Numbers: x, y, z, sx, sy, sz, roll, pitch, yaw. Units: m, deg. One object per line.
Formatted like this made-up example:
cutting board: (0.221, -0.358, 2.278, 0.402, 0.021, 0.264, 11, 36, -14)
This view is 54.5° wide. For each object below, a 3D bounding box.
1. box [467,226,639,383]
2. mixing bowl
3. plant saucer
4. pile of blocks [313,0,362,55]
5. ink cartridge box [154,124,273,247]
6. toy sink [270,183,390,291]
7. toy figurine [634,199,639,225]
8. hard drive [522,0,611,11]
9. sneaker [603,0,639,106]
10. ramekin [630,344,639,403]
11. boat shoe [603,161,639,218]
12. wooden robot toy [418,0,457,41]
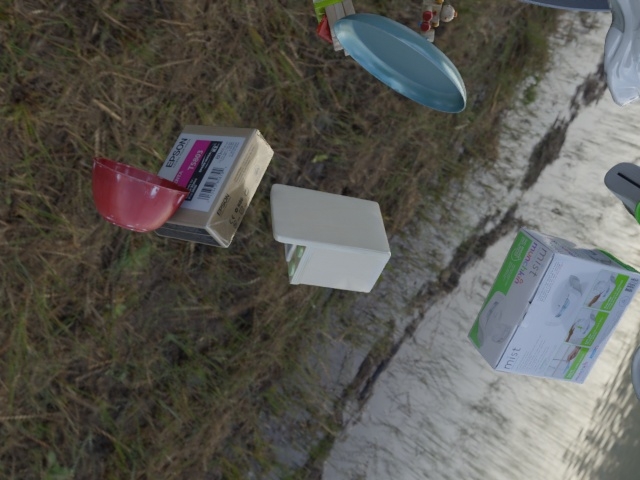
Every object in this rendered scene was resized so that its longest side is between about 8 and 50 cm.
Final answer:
box: (0.459, 0.135, 1.226, 0.231, 0.126, 0.261, 12, 112, -20)
mixing bowl: (-0.339, -0.075, 1.133, 0.181, 0.181, 0.098, 12, 100, -54)
plant saucer: (0.170, -0.370, 1.280, 0.043, 0.318, 0.318, -57, 145, 0)
pile of blocks: (0.002, -0.582, 1.427, 0.113, 0.362, 0.149, -14, 171, 4)
ink cartridge box: (-0.230, -0.115, 1.248, 0.088, 0.193, 0.234, 53, 53, -52)
toy sink: (0.000, 0.000, 1.251, 0.234, 0.152, 0.131, 9, 134, -18)
toy figurine: (0.707, -0.110, 1.209, 0.130, 0.173, 0.159, 54, 42, -32)
hard drive: (0.453, -0.490, 1.098, 0.172, 0.255, 0.054, 87, 26, -43)
sneaker: (0.386, -0.265, 0.703, 0.090, 0.115, 0.232, 21, 70, -53)
ramekin: (0.671, 0.258, 1.138, 0.109, 0.207, 0.207, -6, 125, -12)
boat shoe: (0.792, -0.068, 1.424, 0.119, 0.335, 0.121, 32, 114, -30)
wooden robot toy: (0.258, -0.486, 1.363, 0.173, 0.079, 0.076, 93, 3, -51)
